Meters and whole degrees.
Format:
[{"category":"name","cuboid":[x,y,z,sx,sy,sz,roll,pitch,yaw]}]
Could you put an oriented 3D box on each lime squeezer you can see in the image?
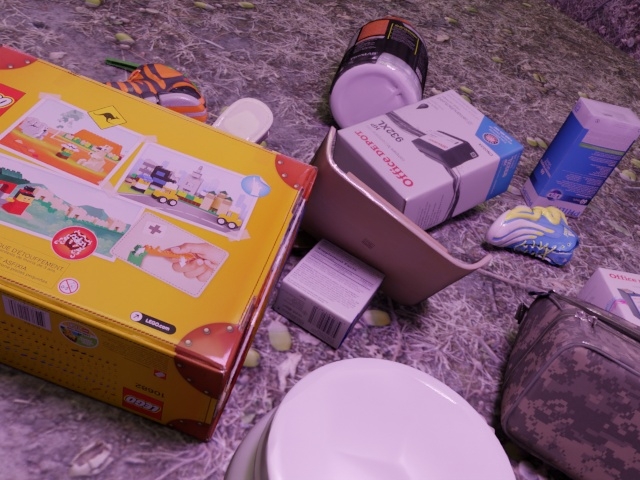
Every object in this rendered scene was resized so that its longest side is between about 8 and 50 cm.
[{"category":"lime squeezer","cuboid":[-0.326,-0.315,1.342,0.110,0.059,0.310,-40,65,-12]}]

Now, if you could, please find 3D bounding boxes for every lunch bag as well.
[{"category":"lunch bag","cuboid":[0.432,0.220,0.957,0.305,0.213,0.256,28,23,7]}]

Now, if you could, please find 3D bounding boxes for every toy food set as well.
[{"category":"toy food set","cuboid":[0.099,-0.028,1.011,0.306,0.220,0.092,37,64,-2]}]

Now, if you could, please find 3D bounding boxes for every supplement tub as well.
[{"category":"supplement tub","cuboid":[0.147,-0.392,1.503,0.207,0.207,0.338,21,40,-1]},{"category":"supplement tub","cuboid":[0.011,0.288,0.580,0.240,0.331,0.241,12,40,-11]}]

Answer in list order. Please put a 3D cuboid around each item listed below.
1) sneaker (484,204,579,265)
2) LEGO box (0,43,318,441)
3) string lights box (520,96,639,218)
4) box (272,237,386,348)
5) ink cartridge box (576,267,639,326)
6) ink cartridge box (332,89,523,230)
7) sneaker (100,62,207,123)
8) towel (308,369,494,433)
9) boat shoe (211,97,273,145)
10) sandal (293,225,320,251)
[{"category":"sneaker","cuboid":[0.446,-0.007,1.294,0.240,0.091,0.126,-12,51,-35]},{"category":"LEGO box","cuboid":[-0.301,-0.015,0.861,0.499,0.193,0.373,22,47,0]},{"category":"string lights box","cuboid":[0.570,-0.175,1.405,0.133,0.260,0.077,9,42,-15]},{"category":"box","cuboid":[0.015,0.082,1.017,0.126,0.072,0.137,31,41,12]},{"category":"ink cartridge box","cuboid":[0.589,0.162,1.168,0.154,0.093,0.212,11,39,-12]},{"category":"ink cartridge box","cuboid":[0.208,-0.157,1.276,0.307,0.129,0.223,-24,56,-25]},{"category":"sneaker","cuboid":[-0.380,-0.255,1.194,0.321,0.125,0.180,0,34,-18]},{"category":"towel","cuboid":[0.109,0.284,0.851,0.282,0.049,0.187,16,39,-7]},{"category":"boat shoe","cuboid":[-0.207,-0.142,1.147,0.109,0.091,0.305,44,62,5]},{"category":"sandal","cuboid":[0.000,0.000,1.119,0.180,0.049,0.072,8,69,-15]}]
